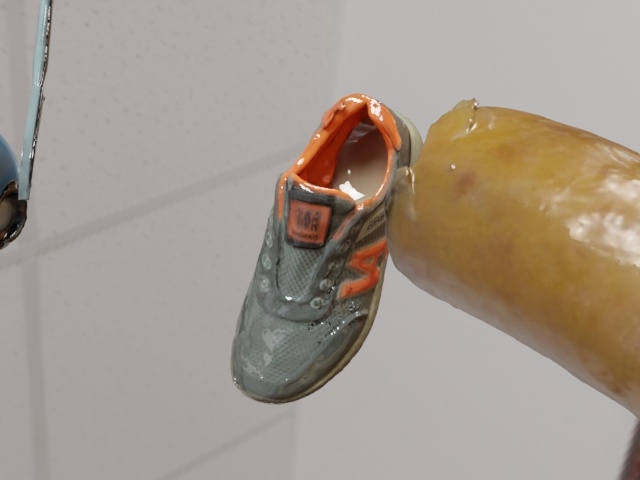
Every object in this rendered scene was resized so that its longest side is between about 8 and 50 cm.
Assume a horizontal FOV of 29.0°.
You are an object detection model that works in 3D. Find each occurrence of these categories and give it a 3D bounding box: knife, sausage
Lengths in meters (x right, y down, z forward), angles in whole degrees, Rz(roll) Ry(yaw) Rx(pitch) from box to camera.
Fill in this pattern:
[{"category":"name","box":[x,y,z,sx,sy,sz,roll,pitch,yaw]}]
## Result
[{"category":"knife","box":[-0.240,-0.131,1.052,0.015,0.210,0.028,8,-29,-16]},{"category":"sausage","box":[0.149,0.030,0.497,0.109,0.270,0.109,-37,-34,-31]}]

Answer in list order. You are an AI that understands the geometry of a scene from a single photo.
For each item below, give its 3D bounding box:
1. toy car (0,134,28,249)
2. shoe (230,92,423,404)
[{"category":"toy car","box":[-0.441,-0.084,1.356,0.255,0.188,0.190,-19,-58,-66]},{"category":"shoe","box":[0.000,0.000,1.219,0.337,0.132,0.171,-66,-16,-9]}]
